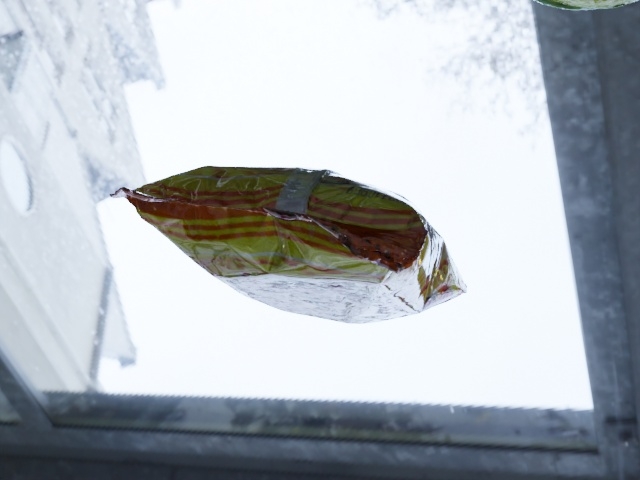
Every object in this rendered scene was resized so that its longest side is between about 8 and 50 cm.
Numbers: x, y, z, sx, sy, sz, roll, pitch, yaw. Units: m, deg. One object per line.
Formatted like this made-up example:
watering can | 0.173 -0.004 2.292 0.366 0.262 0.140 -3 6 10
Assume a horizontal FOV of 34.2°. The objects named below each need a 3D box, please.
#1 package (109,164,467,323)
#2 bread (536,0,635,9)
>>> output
package | -0.007 -0.001 0.817 0.223 0.288 0.108 5 -104 15
bread | 0.246 -0.277 0.843 0.228 0.228 0.033 -15 -125 6
